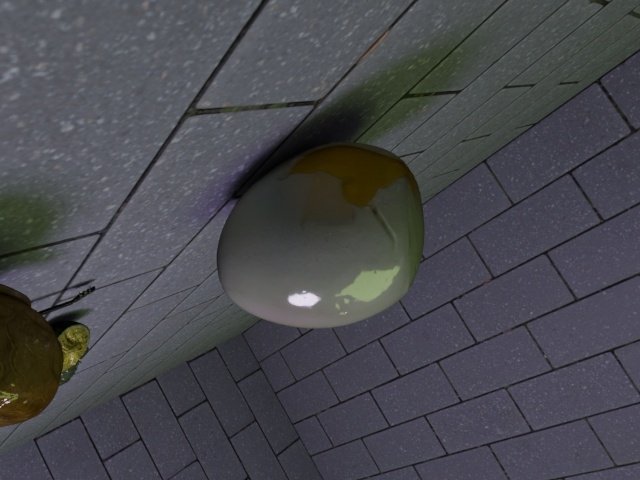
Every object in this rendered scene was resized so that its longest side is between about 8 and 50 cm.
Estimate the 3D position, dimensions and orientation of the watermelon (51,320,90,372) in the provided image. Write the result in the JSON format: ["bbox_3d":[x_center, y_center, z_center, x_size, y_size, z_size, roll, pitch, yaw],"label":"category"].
[{"bbox_3d":[-0.481,0.192,0.986,0.105,0.062,0.105,-55,158,-35],"label":"watermelon"}]

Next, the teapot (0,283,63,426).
[{"bbox_3d":[-0.386,0.100,0.561,0.203,0.167,0.311,-8,154,11],"label":"teapot"}]

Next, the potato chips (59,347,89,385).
[{"bbox_3d":[-0.662,0.317,1.102,0.358,0.070,0.429,-26,170,-43],"label":"potato chips"}]

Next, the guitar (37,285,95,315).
[{"bbox_3d":[-0.449,0.112,0.798,0.233,0.025,0.088,-24,169,-43],"label":"guitar"}]

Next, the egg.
[{"bbox_3d":[0.000,0.000,0.856,0.345,0.283,0.283,-19,173,7],"label":"egg"}]
